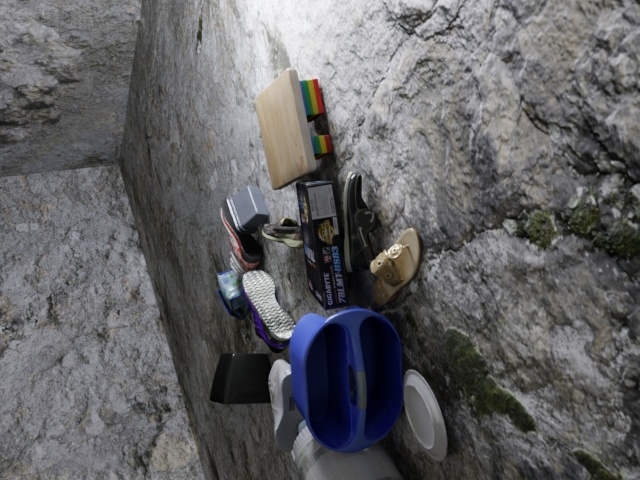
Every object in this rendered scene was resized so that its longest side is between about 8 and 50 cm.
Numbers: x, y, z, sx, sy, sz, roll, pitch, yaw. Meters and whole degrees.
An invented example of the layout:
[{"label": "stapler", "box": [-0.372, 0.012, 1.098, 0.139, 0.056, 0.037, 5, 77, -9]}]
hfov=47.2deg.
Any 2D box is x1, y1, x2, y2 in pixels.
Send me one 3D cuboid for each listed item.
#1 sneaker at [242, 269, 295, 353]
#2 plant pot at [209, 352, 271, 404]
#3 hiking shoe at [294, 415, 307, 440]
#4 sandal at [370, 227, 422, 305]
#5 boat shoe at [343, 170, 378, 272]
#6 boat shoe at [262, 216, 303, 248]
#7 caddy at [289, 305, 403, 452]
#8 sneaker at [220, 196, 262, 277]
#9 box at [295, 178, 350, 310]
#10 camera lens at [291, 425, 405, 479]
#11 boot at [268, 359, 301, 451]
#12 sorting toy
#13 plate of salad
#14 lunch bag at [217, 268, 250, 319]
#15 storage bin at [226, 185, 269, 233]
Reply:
[{"label": "sneaker", "box": [-0.179, 0.233, 2.305, 0.293, 0.102, 0.146, 61, 150, 35]}, {"label": "plant pot", "box": [-0.264, 0.467, 2.495, 0.187, 0.188, 0.166, 161, 110, -65]}, {"label": "hiking shoe", "box": [0.017, 0.431, 1.996, 0.132, 0.113, 0.303, 5, 92, 25]}, {"label": "sandal", "box": [0.143, 0.070, 1.592, 0.088, 0.079, 0.240, 64, 150, 31]}, {"label": "boat shoe", "box": [0.094, -0.043, 1.681, 0.084, 0.079, 0.232, -22, -71, -74]}, {"label": "boat shoe", "box": [-0.092, -0.030, 2.063, 0.224, 0.080, 0.073, 19, 111, 56]}, {"label": "caddy", "box": [0.064, 0.309, 1.666, 0.179, 0.242, 0.341, -149, 53, -66]}, {"label": "sneaker", "box": [-0.280, -0.005, 2.444, 0.270, 0.090, 0.145, 62, 147, 28]}, {"label": "box", "box": [0.000, 0.000, 1.785, 0.295, 0.074, 0.293, -139, 42, -81]}, {"label": "camera lens", "box": [0.075, 0.573, 1.751, 0.274, 0.220, 0.219, -126, 35, -47]}, {"label": "boot", "box": [-0.104, 0.485, 2.176, 0.123, 0.095, 0.258, -149, 62, -66]}, {"label": "sorting toy", "box": [-0.066, -0.282, 1.892, 0.255, 0.090, 0.257, -18, 83, 65]}, {"label": "plate of salad", "box": [0.229, 0.369, 1.560, 0.200, 0.048, 0.199, 166, 90, -75]}, {"label": "lunch bag", "box": [-0.303, 0.193, 2.574, 0.128, 0.096, 0.151, 58, 162, 34]}, {"label": "storage bin", "box": [-0.216, -0.101, 2.291, 0.091, 0.098, 0.135, -36, 63, 32]}]
